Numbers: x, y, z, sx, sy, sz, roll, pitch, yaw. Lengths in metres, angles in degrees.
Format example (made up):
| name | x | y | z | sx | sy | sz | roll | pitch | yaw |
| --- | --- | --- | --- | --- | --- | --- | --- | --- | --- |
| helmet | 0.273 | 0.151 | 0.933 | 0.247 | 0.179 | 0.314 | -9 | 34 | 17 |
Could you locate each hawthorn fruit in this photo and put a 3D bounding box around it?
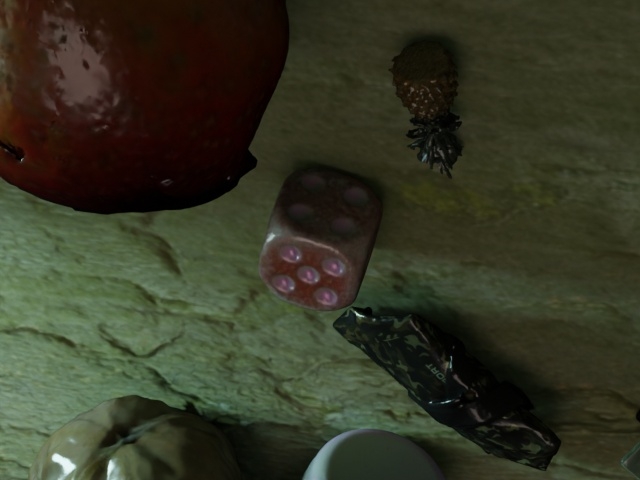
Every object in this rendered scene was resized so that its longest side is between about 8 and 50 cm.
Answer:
| name | x | y | z | sx | sy | sz | roll | pitch | yaw |
| --- | --- | --- | --- | --- | --- | --- | --- | --- | --- |
| hawthorn fruit | -0.157 | -0.163 | 1.514 | 0.316 | 0.316 | 0.316 | 11 | 135 | 11 |

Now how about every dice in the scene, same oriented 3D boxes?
| name | x | y | z | sx | sy | sz | roll | pitch | yaw |
| --- | --- | --- | --- | --- | --- | --- | --- | --- | --- |
| dice | 0.000 | 0.000 | 1.740 | 0.091 | 0.093 | 0.094 | 18 | 135 | 3 |

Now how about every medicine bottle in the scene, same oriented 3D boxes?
| name | x | y | z | sx | sy | sz | roll | pitch | yaw |
| --- | --- | --- | --- | --- | --- | --- | --- | --- | --- |
| medicine bottle | 0.023 | 0.313 | 1.992 | 0.152 | 0.152 | 0.254 | 25 | 137 | -4 |

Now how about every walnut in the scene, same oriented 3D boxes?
| name | x | y | z | sx | sy | sz | roll | pitch | yaw |
| --- | --- | --- | --- | --- | --- | --- | --- | --- | --- |
| walnut | -0.176 | 0.291 | 1.987 | 0.273 | 0.227 | 0.273 | 12 | 130 | 15 |

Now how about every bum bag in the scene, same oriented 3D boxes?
| name | x | y | z | sx | sy | sz | roll | pitch | yaw |
| --- | --- | --- | --- | --- | --- | --- | --- | --- | --- |
| bum bag | 0.124 | 0.136 | 1.841 | 0.248 | 0.069 | 0.102 | 36 | 170 | -16 |

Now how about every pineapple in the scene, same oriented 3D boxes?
| name | x | y | z | sx | sy | sz | roll | pitch | yaw |
| --- | --- | --- | --- | --- | --- | --- | --- | --- | --- |
| pineapple | 0.094 | -0.108 | 1.642 | 0.058 | 0.058 | 0.124 | 3 | 145 | 18 |

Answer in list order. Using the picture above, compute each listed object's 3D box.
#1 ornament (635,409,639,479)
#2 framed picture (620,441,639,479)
| name | x | y | z | sx | sy | sz | roll | pitch | yaw |
| --- | --- | --- | --- | --- | --- | --- | --- | --- | --- |
| ornament | 0.310 | 0.219 | 1.765 | 0.081 | 0.203 | 0.088 | 36 | 137 | -5 |
| framed picture | 0.433 | 0.153 | 1.688 | 0.231 | 0.018 | 0.293 | 40 | 103 | -18 |
